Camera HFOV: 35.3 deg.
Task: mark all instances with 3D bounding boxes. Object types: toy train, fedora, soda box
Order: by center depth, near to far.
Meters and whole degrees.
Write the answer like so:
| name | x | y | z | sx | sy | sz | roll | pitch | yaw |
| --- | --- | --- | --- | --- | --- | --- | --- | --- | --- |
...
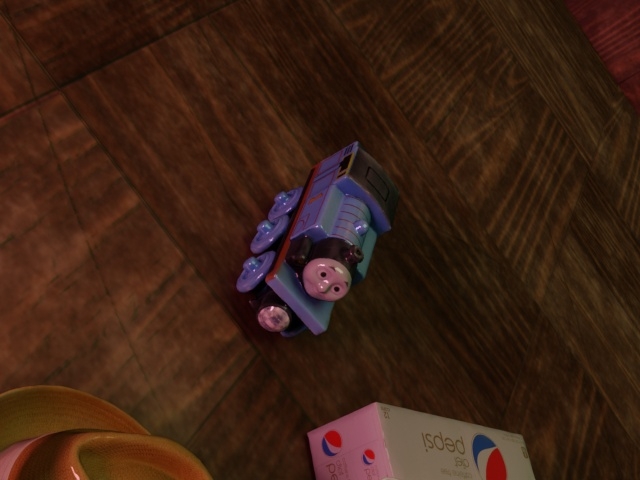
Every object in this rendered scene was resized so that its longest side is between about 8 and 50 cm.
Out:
| name | x | y | z | sx | sy | sz | roll | pitch | yaw |
| --- | --- | --- | --- | --- | --- | --- | --- | --- | --- |
| fedora | -0.111 | 0.157 | 0.549 | 0.194 | 0.079 | 0.194 | 35 | 38 | -33 |
| soda box | 0.090 | 0.188 | 0.815 | 0.216 | 0.074 | 0.069 | 21 | 48 | -46 |
| toy train | 0.000 | 0.000 | 0.817 | 0.080 | 0.105 | 0.184 | 47 | 33 | -18 |

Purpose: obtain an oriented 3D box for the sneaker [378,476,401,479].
| name | x | y | z | sx | sy | sz | roll | pitch | yaw |
| --- | --- | --- | --- | --- | --- | --- | --- | --- | --- |
| sneaker | 0.047 | 0.214 | 0.641 | 0.094 | 0.151 | 0.256 | 41 | 23 | 26 |
